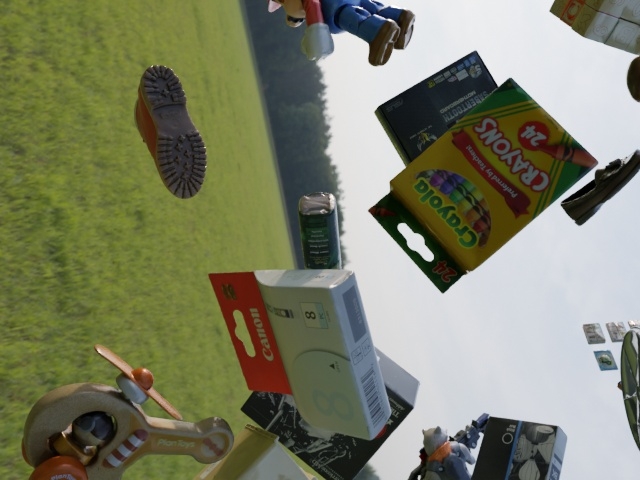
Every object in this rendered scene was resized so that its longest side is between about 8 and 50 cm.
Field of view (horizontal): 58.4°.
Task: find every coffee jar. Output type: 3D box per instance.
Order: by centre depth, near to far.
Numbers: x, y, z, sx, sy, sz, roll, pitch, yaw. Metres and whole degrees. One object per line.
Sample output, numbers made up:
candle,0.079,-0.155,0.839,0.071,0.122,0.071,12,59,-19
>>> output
coffee jar,0.000,0.000,1.187,0.096,0.079,0.184,-89,174,-57

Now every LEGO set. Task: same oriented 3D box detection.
LEGO set,0.893,0.340,1.673,0.244,0.183,0.060,-82,161,-52

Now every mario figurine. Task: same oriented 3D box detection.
mario figurine,0.011,-0.426,1.088,0.170,0.321,0.198,-60,164,15

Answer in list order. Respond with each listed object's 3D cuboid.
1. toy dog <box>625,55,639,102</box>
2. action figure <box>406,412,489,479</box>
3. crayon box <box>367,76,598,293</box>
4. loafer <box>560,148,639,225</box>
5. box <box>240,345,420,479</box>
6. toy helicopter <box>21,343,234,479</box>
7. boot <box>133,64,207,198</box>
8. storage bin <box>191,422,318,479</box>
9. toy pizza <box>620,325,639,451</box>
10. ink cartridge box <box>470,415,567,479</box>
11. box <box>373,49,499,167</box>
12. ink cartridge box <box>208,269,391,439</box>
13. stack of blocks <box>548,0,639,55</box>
toy dog,0.853,-0.328,1.271,0.408,0.285,0.394,17,63,-50
action figure,0.422,0.640,1.605,0.330,0.341,0.178,48,-20,3
crayon box,0.260,-0.087,0.947,0.202,0.318,0.081,48,0,11
loafer,0.800,-0.158,1.639,0.095,0.109,0.302,42,-36,14
box,0.029,0.411,1.513,0.343,0.312,0.179,37,16,7
toy helicopter,-0.302,0.312,0.966,0.140,0.355,0.234,29,-81,55
boot,-0.186,-0.120,0.694,0.085,0.059,0.157,-21,-97,56
storage bin,-0.180,0.524,1.177,0.123,0.262,0.260,51,-24,-6
toy pizza,0.488,0.228,0.848,0.201,0.032,0.201,-5,90,-77
ink cartridge box,0.391,0.535,1.184,0.065,0.166,0.332,47,54,-32
box,0.251,-0.240,1.141,0.183,0.233,0.059,60,-3,-2
ink cartridge box,-0.071,0.212,1.134,0.091,0.385,0.307,-35,115,-48
stack of blocks,0.561,-0.356,0.959,0.171,0.298,0.087,-102,-152,-51
